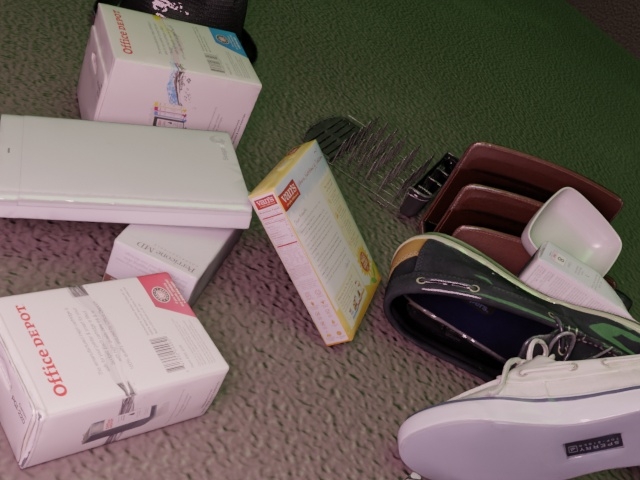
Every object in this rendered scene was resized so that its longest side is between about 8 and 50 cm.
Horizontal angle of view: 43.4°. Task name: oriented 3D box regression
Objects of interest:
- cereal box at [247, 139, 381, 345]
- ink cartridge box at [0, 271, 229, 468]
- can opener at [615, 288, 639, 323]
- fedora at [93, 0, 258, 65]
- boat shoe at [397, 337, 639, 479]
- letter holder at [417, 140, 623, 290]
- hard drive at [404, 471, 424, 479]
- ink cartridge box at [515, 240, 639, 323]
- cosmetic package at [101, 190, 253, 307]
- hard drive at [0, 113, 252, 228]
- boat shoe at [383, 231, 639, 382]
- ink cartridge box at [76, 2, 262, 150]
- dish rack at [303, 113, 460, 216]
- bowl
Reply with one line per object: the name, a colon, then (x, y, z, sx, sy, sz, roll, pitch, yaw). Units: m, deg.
cereal box: (0.000, 0.000, 1.114, 0.240, 0.047, 0.173, 63, 29, -18)
ink cartridge box: (-0.236, 0.129, 0.860, 0.218, 0.092, 0.158, -6, 47, -43)
can opener: (0.548, 0.153, 1.413, 0.186, 0.073, 0.059, 34, 25, -8)
fedora: (-0.258, -0.452, 1.552, 0.334, 0.152, 0.334, 19, 35, -14)
boat shoe: (0.275, 0.192, 0.984, 0.367, 0.135, 0.156, -13, 31, 13)
letter holder: (0.350, -0.010, 1.344, 0.302, 0.214, 0.152, 20, 35, -13)
hard drive: (0.084, 0.387, 0.725, 0.237, 0.064, 0.339, 41, 35, 17)
ink cartridge box: (0.384, 0.130, 1.208, 0.232, 0.189, 0.066, 31, 47, 5)
cosmetic package: (-0.182, -0.004, 1.080, 0.117, 0.085, 0.231, 26, 32, 0)
hard drive: (-0.259, -0.092, 1.055, 0.308, 0.040, 0.203, 2, 37, -19)
boat shoe: (0.307, 0.161, 1.130, 0.500, 0.186, 0.156, 29, 39, 10)
ink cartridge box: (-0.245, -0.239, 1.266, 0.233, 0.168, 0.171, 6, 39, -29)
dish rack: (0.110, -0.159, 1.498, 0.272, 0.074, 0.208, 34, 34, 10)
bowl: (0.384, 0.003, 1.255, 0.142, 0.053, 0.142, 47, 64, -1)
